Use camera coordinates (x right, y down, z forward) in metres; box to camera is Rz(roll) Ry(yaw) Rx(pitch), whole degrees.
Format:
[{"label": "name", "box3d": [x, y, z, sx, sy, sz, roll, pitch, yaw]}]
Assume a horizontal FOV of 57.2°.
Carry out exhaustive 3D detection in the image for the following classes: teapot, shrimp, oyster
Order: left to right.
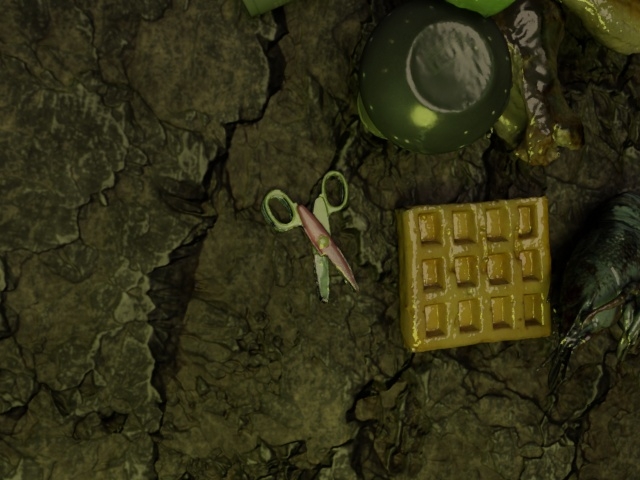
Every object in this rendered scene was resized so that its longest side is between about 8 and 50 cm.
[{"label": "teapot", "box3d": [0.122, -0.197, 0.759, 0.183, 0.251, 0.184, -1, 94, -9]}, {"label": "oyster", "box3d": [0.263, -0.265, 0.845, 0.197, 0.133, 0.337, -17, 92, -2]}, {"label": "shrimp", "box3d": [0.427, 0.076, 0.845, 0.137, 0.172, 0.372, 52, 57, -40]}]

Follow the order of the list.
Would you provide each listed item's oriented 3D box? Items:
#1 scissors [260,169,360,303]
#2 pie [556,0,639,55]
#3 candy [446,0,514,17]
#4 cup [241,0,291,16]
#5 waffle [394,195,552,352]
[{"label": "scissors", "box3d": [0.000, 0.000, 0.865, 0.133, 0.020, 0.187, -21, 95, -6]}, {"label": "pie", "box3d": [0.436, -0.414, 0.844, 0.337, 0.075, 0.338, 6, 71, -18]}, {"label": "candy", "box3d": [0.187, -0.383, 0.709, 0.132, 0.344, 0.142, -21, 124, 26]}, {"label": "cup", "box3d": [-0.052, -0.368, 0.792, 0.141, 0.120, 0.120, -30, 99, 6]}, {"label": "waffle", "box3d": [0.238, 0.049, 0.896, 0.247, 0.055, 0.221, -5, 94, -11]}]
